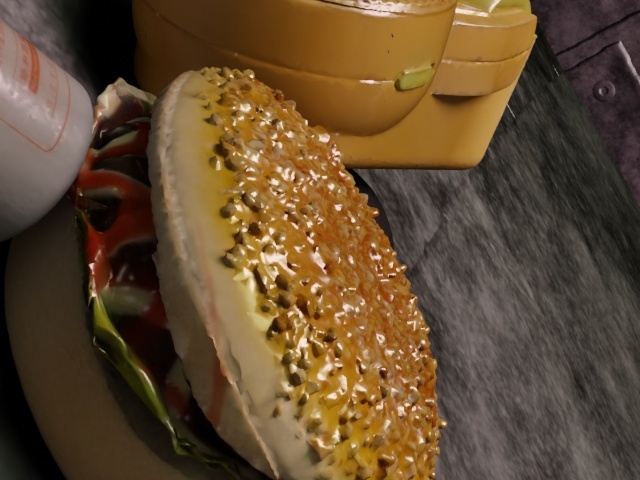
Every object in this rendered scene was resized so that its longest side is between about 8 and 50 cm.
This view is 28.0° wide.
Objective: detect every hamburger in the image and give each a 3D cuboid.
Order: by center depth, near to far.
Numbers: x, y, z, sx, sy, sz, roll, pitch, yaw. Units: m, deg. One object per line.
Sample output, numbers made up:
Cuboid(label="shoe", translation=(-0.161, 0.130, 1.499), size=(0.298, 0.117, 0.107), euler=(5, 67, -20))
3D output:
Cuboid(label="hamburger", translation=(-0.035, 0.050, 0.719), size=(0.302, 0.170, 0.302), euler=(49, 25, -32))

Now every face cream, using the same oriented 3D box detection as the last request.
Cuboid(label="face cream", translation=(-0.220, -0.099, 0.574), size=(0.251, 0.101, 0.101), euler=(41, 29, -43))

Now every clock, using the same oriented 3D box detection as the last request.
Cuboid(label="clock", translation=(0.000, -0.157, 0.963), size=(0.244, 0.200, 0.317), euler=(27, 24, 26))

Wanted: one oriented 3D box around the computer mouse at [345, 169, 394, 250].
Cuboid(label="computer mouse", translation=(0.000, 0.000, 0.987), size=(0.138, 0.086, 0.269), euler=(59, 22, -6))
